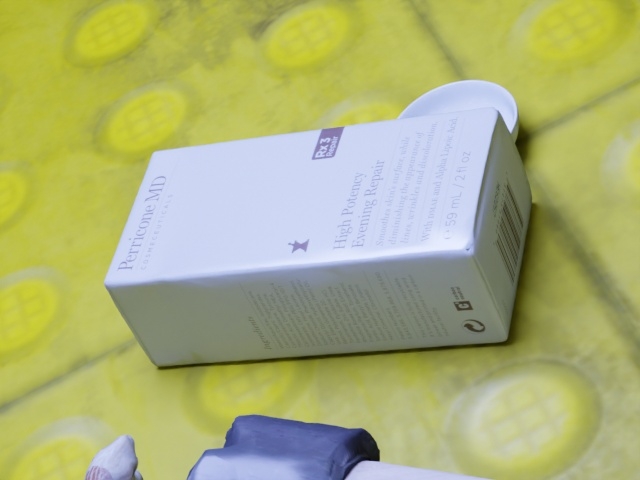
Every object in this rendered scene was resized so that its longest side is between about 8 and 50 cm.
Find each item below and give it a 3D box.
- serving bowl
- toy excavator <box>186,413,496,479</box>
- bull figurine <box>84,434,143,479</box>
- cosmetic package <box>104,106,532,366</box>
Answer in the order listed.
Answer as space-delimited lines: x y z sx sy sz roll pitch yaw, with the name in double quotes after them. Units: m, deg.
0.085 -0.061 1.094 0.083 0.027 0.083 -16 43 15 "serving bowl"
0.001 0.327 0.550 0.222 0.433 0.445 9 25 18 "toy excavator"
-0.103 0.218 0.775 0.101 0.310 0.188 22 37 2 "bull figurine"
0.000 0.000 1.037 0.231 0.085 0.117 -6 45 22 "cosmetic package"
